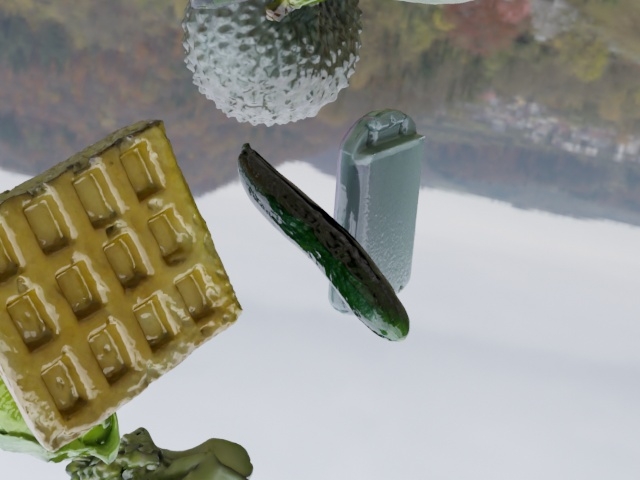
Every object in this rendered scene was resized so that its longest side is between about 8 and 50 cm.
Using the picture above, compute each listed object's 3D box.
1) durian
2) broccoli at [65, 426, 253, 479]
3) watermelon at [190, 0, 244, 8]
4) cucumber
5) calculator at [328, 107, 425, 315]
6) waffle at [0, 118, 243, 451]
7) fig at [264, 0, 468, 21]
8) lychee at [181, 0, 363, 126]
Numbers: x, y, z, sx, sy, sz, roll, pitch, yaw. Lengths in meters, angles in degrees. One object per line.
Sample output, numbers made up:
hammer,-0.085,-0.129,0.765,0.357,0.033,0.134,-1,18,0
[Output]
durian,-0.339,0.176,1.265,0.250,0.139,0.101,19,178,-31
broccoli,-0.241,0.432,1.704,0.324,0.272,0.334,11,-164,-2
watermelon,-0.092,-0.243,0.920,0.094,0.135,0.125,-13,135,45
cucumber,0.000,0.000,1.084,0.056,0.056,0.284,5,-144,-51
calculator,0.063,-0.026,1.220,0.045,0.246,0.141,16,-156,31
waffle,-0.204,0.035,1.001,0.248,0.221,0.055,-35,-157,-35
fig,0.110,-0.335,1.213,0.233,0.314,0.233,34,164,11
lychee,-0.068,-0.280,1.457,0.255,0.255,0.274,10,165,-27
